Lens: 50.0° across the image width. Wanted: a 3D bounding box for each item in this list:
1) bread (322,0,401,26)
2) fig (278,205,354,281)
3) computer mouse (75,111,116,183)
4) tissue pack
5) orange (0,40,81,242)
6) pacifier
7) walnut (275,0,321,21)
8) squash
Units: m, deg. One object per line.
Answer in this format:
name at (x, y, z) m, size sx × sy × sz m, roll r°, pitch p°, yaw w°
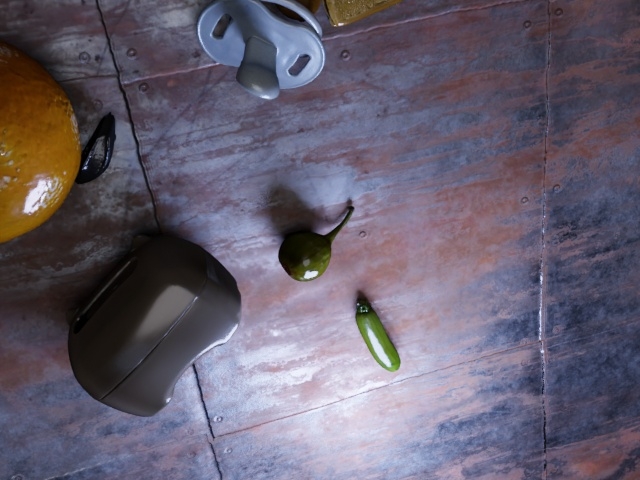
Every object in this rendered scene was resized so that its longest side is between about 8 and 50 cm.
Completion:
bread at (0.097, -0.544, 1.468) m, size 0.200 × 0.077 × 0.116 m, roll -25°, pitch 116°, yaw -5°
fig at (0.000, 0.000, 1.684) m, size 0.236 × 0.124 × 0.124 m, roll -45°, pitch 119°, yaw -20°
computer mouse at (-0.469, -0.189, 1.459) m, size 0.057 × 0.099 × 0.172 m, roll 26°, pitch 102°, yaw -25°
tissue pack at (-0.386, 0.182, 1.549) m, size 0.277 × 0.267 × 0.387 m, roll 38°, pitch 101°, yaw -30°
orange at (-0.666, -0.175, 1.276) m, size 0.424 × 0.326 × 0.424 m, roll -10°, pitch 119°, yaw -18°
pacifier at (-0.121, -0.378, 1.402) m, size 0.279 × 0.207 × 0.227 m, roll 21°, pitch 149°, yaw -22°
walnut at (-0.062, -0.554, 1.409) m, size 0.115 × 0.116 × 0.207 m, roll -23°, pitch 110°, yaw -4°
squash at (0.152, 0.267, 1.847) m, size 0.069 × 0.069 × 0.258 m, roll -30°, pitch 118°, yaw -1°
